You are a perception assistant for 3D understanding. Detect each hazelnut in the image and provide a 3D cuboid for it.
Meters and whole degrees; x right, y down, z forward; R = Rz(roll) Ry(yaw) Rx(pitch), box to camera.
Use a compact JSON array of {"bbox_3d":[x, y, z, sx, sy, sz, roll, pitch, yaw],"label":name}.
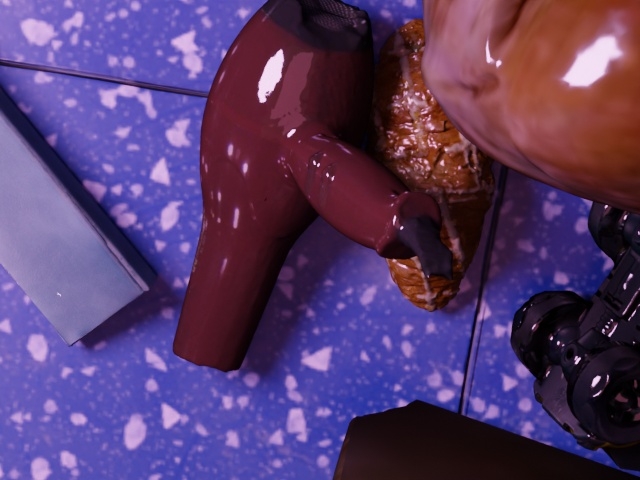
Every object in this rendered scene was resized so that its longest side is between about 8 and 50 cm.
[{"bbox_3d":[0.250,-0.162,1.353,0.372,0.372,0.315,-11,123,5],"label":"hazelnut"}]

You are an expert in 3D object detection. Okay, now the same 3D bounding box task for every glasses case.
[{"bbox_3d":[-0.243,-0.049,1.551,0.105,0.056,0.266,-35,98,33],"label":"glasses case"}]

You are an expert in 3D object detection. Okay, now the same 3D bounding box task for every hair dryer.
[{"bbox_3d":[0.000,0.000,1.409,0.123,0.340,0.312,8,109,-27],"label":"hair dryer"}]

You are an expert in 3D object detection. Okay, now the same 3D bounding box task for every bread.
[{"bbox_3d":[0.086,-0.054,1.513,0.105,0.076,0.233,-2,102,5],"label":"bread"}]

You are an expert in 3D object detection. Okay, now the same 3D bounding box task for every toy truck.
[{"bbox_3d":[0.267,0.067,1.503,0.165,0.147,0.224,25,100,-27],"label":"toy truck"}]

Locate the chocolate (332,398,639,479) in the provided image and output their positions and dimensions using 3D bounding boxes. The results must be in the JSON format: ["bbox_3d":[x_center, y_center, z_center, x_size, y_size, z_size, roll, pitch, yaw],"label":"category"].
[{"bbox_3d":[0.115,0.332,1.489,0.314,0.326,0.297,20,118,-3],"label":"chocolate"}]
